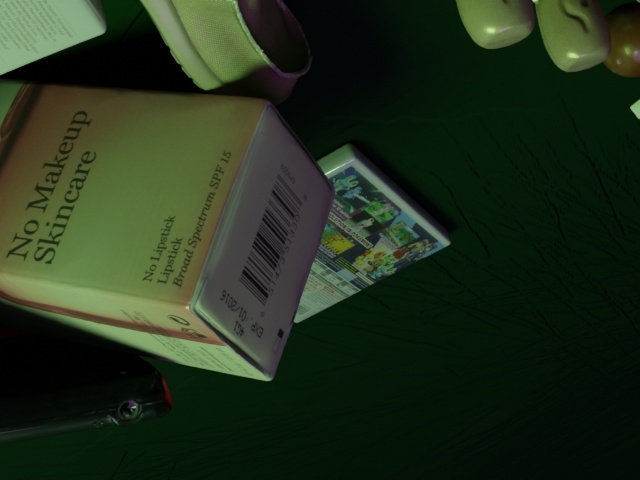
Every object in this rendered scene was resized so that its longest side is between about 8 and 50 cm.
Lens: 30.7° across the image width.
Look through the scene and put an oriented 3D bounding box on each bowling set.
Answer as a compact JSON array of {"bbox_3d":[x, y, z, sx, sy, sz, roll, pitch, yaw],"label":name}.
[{"bbox_3d":[0.191,-0.202,0.773,0.287,0.154,0.200,-15,167,-5],"label":"bowling set"}]

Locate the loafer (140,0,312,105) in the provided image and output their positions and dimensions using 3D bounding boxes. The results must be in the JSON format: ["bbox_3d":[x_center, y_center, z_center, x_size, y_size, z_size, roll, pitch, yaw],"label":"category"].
[{"bbox_3d":[-0.066,-0.172,0.701,0.092,0.102,0.268,-21,148,18],"label":"loafer"}]

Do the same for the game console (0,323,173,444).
[{"bbox_3d":[-0.341,0.103,0.823,0.387,0.342,0.060,-6,103,-30],"label":"game console"}]

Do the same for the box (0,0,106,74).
[{"bbox_3d":[-0.185,-0.166,0.654,0.087,0.101,0.102,-20,148,5],"label":"box"}]

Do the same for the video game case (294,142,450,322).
[{"bbox_3d":[0.000,0.000,1.080,0.183,0.023,0.201,-28,146,18],"label":"video game case"}]

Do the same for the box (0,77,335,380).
[{"bbox_3d":[-0.131,-0.012,0.785,0.232,0.148,0.127,8,157,27],"label":"box"}]

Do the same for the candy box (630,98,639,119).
[{"bbox_3d":[0.348,-0.138,0.880,0.159,0.071,0.233,-41,171,34],"label":"candy box"}]
